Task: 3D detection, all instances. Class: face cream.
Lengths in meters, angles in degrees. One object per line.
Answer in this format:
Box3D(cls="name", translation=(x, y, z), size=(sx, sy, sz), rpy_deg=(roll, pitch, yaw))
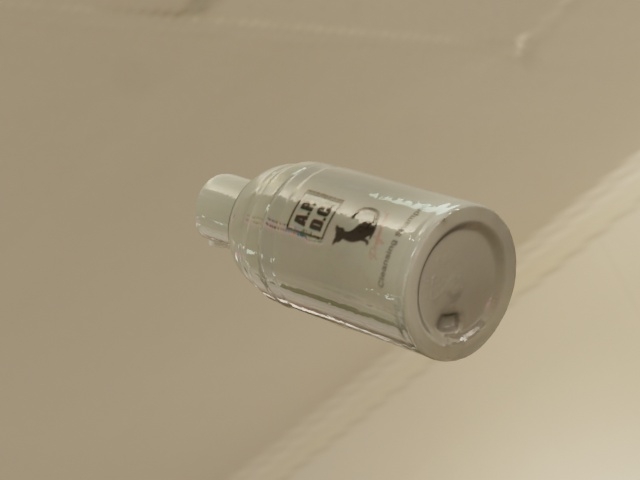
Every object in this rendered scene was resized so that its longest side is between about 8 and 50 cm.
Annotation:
Box3D(cls="face cream", translation=(0.000, 0.000, 1.708), size=(0.145, 0.145, 0.369), rpy_deg=(-4, 14, -44))
